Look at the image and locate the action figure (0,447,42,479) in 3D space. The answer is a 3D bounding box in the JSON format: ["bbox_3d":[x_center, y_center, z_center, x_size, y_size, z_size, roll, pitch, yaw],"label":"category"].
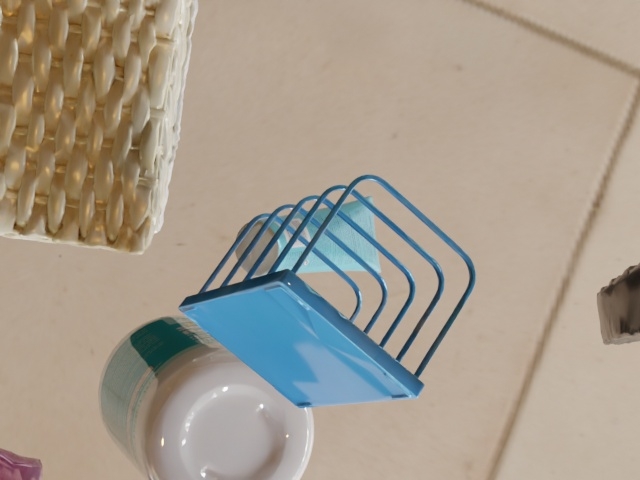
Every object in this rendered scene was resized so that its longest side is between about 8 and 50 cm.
[{"bbox_3d":[-0.222,-0.001,0.393,0.248,0.275,0.370,-28,136,-6],"label":"action figure"}]

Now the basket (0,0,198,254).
[{"bbox_3d":[-0.296,-0.173,1.464,0.328,0.266,0.331,8,96,-8],"label":"basket"}]

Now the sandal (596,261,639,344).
[{"bbox_3d":[0.192,0.051,0.522,0.168,0.446,0.107,-6,87,8],"label":"sandal"}]

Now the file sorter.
[{"bbox_3d":[0.006,0.035,0.974,0.118,0.170,0.104,40,67,-16],"label":"file sorter"}]

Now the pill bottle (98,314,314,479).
[{"bbox_3d":[-0.112,0.145,1.265,0.146,0.264,0.146,-2,96,-20],"label":"pill bottle"}]

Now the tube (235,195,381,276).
[{"bbox_3d":[0.000,0.000,1.421,0.207,0.052,0.080,-6,94,-54],"label":"tube"}]
